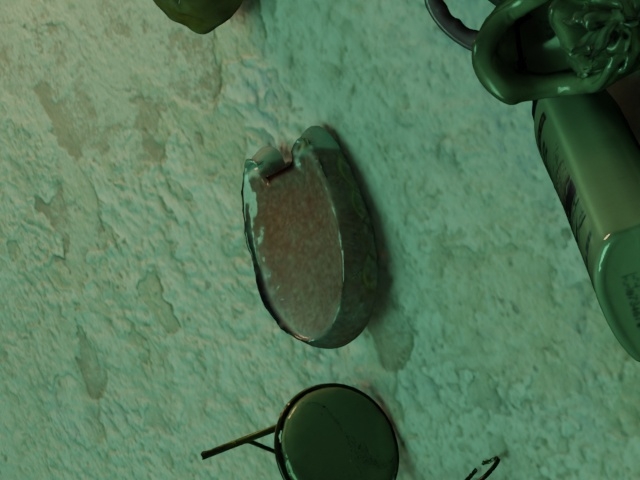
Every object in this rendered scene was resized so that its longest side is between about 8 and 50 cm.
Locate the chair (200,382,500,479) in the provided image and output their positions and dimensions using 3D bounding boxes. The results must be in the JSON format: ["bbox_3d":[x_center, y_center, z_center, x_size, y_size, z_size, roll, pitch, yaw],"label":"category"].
[{"bbox_3d":[0.024,0.231,1.862,0.326,0.160,0.170,-32,83,56],"label":"chair"}]

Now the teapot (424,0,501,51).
[{"bbox_3d":[0.169,-0.225,1.481,0.146,0.148,0.116,52,164,1],"label":"teapot"}]

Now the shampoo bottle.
[{"bbox_3d":[0.229,-0.024,1.380,0.359,0.078,0.134,-94,-19,-67],"label":"shampoo bottle"}]

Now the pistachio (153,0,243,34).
[{"bbox_3d":[-0.129,-0.305,1.823,0.124,0.124,0.184,12,100,47],"label":"pistachio"}]

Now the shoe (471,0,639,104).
[{"bbox_3d":[0.244,-0.175,1.339,0.293,0.149,0.109,-19,108,32],"label":"shoe"}]

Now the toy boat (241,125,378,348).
[{"bbox_3d":[0.000,0.000,1.853,0.155,0.085,0.227,-19,81,44],"label":"toy boat"}]
